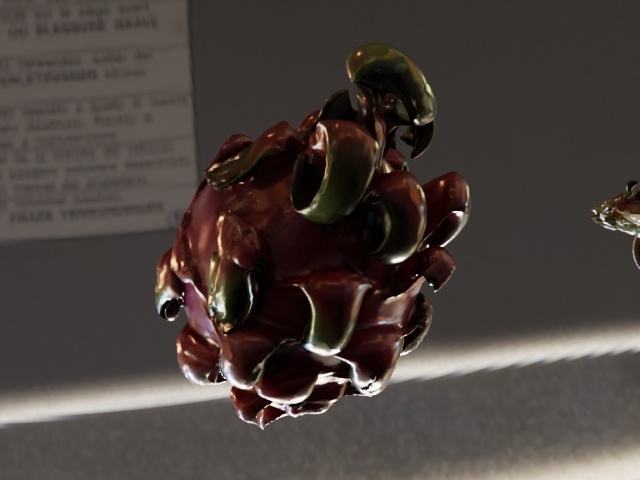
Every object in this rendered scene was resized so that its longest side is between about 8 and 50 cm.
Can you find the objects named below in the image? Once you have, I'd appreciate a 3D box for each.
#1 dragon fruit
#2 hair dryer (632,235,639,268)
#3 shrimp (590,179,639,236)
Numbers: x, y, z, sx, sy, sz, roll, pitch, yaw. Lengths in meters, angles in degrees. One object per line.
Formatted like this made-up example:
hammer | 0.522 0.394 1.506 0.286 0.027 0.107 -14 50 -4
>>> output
dragon fruit | 0.004 0.009 1.126 0.198 0.218 0.273 55 -32 -4
hair dryer | 0.324 -0.064 1.588 0.064 0.117 0.182 0 -66 21
shrimp | 0.248 -0.022 1.195 0.101 0.190 0.042 2 -89 -27
